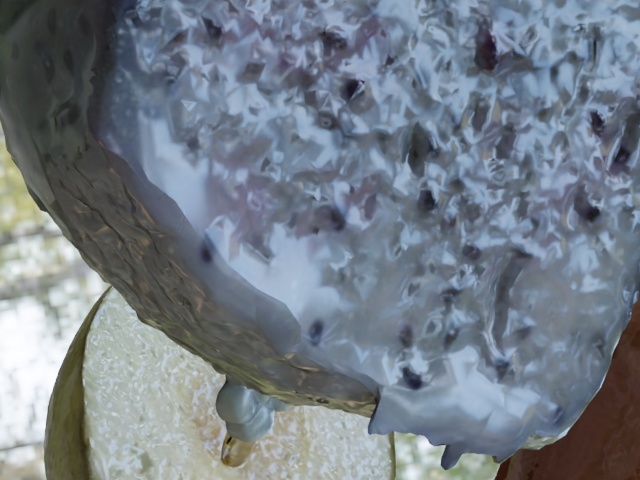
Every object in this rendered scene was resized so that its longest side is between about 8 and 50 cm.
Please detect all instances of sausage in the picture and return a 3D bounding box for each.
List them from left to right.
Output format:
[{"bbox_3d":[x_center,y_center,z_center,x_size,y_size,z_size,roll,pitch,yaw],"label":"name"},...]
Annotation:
[{"bbox_3d":[0.178,0.128,1.123,0.113,0.113,0.259,55,-44,49],"label":"sausage"}]

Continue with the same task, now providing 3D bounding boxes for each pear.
[{"bbox_3d":[-0.112,0.192,1.653,0.340,0.386,0.191,48,-48,-6],"label":"pear"}]

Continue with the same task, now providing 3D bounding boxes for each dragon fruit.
[{"bbox_3d":[-0.003,-0.093,0.569,0.204,0.221,0.283,20,-84,58],"label":"dragon fruit"}]

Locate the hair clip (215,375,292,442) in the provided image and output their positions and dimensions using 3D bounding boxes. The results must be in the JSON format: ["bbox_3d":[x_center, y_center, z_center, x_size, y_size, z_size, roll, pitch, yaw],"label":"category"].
[{"bbox_3d":[0.000,0.000,1.024,0.054,0.220,0.140,22,-36,31],"label":"hair clip"}]
